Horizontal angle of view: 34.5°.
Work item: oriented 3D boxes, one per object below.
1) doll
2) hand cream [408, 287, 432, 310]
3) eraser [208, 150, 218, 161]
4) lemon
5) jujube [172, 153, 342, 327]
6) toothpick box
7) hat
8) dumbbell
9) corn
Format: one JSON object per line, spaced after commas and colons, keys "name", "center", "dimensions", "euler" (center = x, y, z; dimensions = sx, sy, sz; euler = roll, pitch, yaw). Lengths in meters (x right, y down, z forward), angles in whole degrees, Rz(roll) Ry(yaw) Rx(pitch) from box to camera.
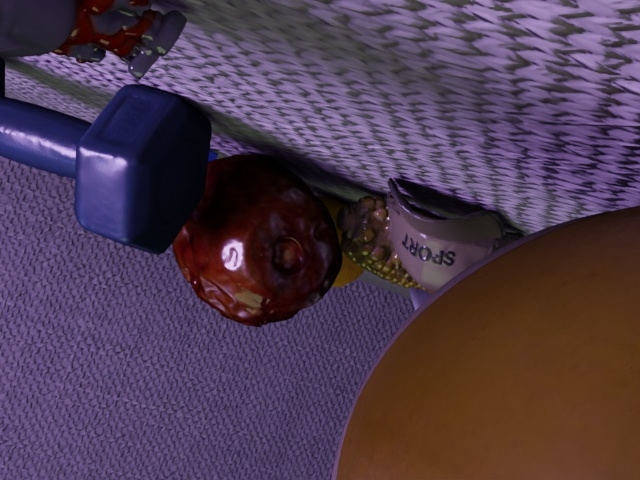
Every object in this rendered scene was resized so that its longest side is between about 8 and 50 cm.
{"name": "doll", "center": [-0.156, -0.126, 0.547], "dimensions": [0.180, 0.079, 0.094], "euler": [11, 152, -39]}
{"name": "hand cream", "center": [0.135, 0.060, 1.222], "dimensions": [0.079, 0.048, 0.255], "euler": [19, -158, -13]}
{"name": "eraser", "center": [-0.172, -0.108, 1.222], "dimensions": [0.085, 0.027, 0.063], "euler": [22, 174, -28]}
{"name": "lemon", "center": [0.000, 0.000, 1.292], "dimensions": [0.114, 0.114, 0.155], "euler": [15, 170, 47]}
{"name": "jujube", "center": [-0.070, -0.004, 1.117], "dimensions": [0.183, 0.183, 0.243], "euler": [21, 177, -23]}
{"name": "toothpick box", "center": [0.215, 0.181, 0.552], "dimensions": [0.409, 0.409, 0.425], "euler": [20, 172, -15]}
{"name": "hat", "center": [0.105, 0.002, 0.985], "dimensions": [0.147, 0.085, 0.175], "euler": [19, 178, 20]}
{"name": "dumbbell", "center": [-0.268, -0.098, 0.973], "dimensions": [0.325, 0.144, 0.160], "euler": [19, 178, 18]}
{"name": "corn", "center": [0.144, 0.024, 1.140], "dimensions": [0.288, 0.086, 0.086], "euler": [19, 177, -21]}
